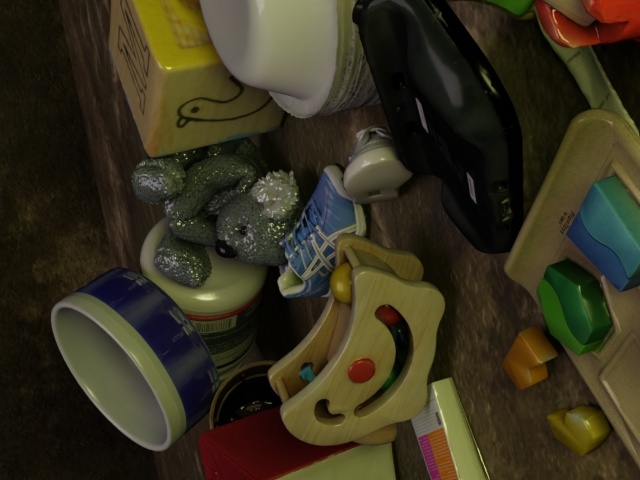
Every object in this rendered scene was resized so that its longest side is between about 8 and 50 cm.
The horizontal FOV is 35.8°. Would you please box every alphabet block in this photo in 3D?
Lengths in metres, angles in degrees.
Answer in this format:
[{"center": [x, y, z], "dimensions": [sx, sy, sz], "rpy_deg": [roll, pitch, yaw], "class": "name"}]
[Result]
[{"center": [-0.146, -0.246, 1.224], "dimensions": [0.193, 0.193, 0.197], "rpy_deg": [66, 159, 19], "class": "alphabet block"}]

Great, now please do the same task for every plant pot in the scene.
[{"center": [-0.081, 0.278, 1.470], "dimensions": [0.165, 0.167, 0.166], "rpy_deg": [107, 144, -69], "class": "plant pot"}]

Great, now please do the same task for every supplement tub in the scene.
[{"center": [-0.187, 0.095, 1.552], "dimensions": [0.272, 0.191, 0.191], "rpy_deg": [104, 145, -51], "class": "supplement tub"}]

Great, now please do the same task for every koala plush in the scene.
[{"center": [-0.097, -0.037, 1.310], "dimensions": [0.221, 0.203, 0.196], "rpy_deg": [24, 138, 38], "class": "koala plush"}]

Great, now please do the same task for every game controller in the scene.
[{"center": [0.096, -0.090, 0.731], "dimensions": [0.166, 0.067, 0.319], "rpy_deg": [50, 179, 20], "class": "game controller"}]

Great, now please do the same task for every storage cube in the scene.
[{"center": [-0.023, 0.330, 1.267], "dimensions": [0.193, 0.215, 0.183], "rpy_deg": [13, 116, 60], "class": "storage cube"}]

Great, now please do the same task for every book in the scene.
[{"center": [0.132, 0.225, 1.043], "dimensions": [0.096, 0.035, 0.144], "rpy_deg": [130, 124, -66], "class": "book"}]

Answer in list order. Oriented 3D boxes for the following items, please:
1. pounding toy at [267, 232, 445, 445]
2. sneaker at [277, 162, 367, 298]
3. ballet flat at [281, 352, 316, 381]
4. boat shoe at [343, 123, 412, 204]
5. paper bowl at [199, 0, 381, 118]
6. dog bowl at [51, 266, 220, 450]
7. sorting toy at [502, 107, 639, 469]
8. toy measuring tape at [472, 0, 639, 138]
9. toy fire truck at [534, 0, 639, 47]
[{"center": [0.022, 0.109, 1.050], "dimensions": [0.155, 0.154, 0.269], "rpy_deg": [-117, 30, -56], "class": "pounding toy"}, {"center": [0.000, 0.000, 1.163], "dimensions": [0.211, 0.081, 0.080], "rpy_deg": [99, 151, -44], "class": "sneaker"}, {"center": [0.009, 0.173, 1.265], "dimensions": [0.087, 0.083, 0.247], "rpy_deg": [60, 160, 1], "class": "ballet flat"}, {"center": [0.054, -0.079, 0.962], "dimensions": [0.184, 0.066, 0.063], "rpy_deg": [40, -139, -80], "class": "boat shoe"}, {"center": [-0.030, -0.261, 0.977], "dimensions": [0.284, 0.148, 0.284], "rpy_deg": [50, 149, 47], "class": "paper bowl"}, {"center": [-0.272, 0.174, 1.457], "dimensions": [0.265, 0.104, 0.264], "rpy_deg": [31, 142, 29], "class": "dog bowl"}, {"center": [0.206, 0.082, 0.706], "dimensions": [0.229, 0.041, 0.307], "rpy_deg": [58, 158, 27], "class": "sorting toy"}, {"center": [0.116, -0.178, 0.700], "dimensions": [0.121, 0.121, 0.330], "rpy_deg": [123, 129, -63], "class": "toy measuring tape"}, {"center": [0.150, -0.172, 0.425], "dimensions": [0.217, 0.246, 0.158], "rpy_deg": [109, 141, -56], "class": "toy fire truck"}]
